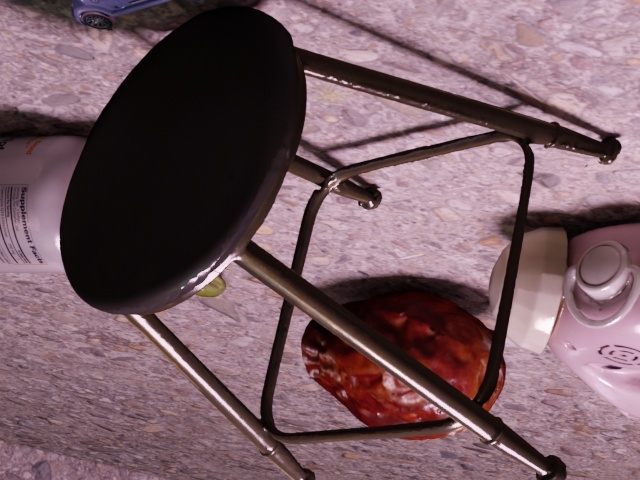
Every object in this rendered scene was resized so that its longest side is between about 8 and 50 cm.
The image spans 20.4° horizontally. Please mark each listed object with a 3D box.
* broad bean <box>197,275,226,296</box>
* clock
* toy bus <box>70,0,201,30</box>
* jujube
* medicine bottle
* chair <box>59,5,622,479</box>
[{"bbox_3d":[-0.157,0.055,2.373,0.063,0.045,0.083,10,169,5],"label":"broad bean"},{"bbox_3d":[0.391,0.084,2.008,0.342,0.184,0.326,-12,147,36],"label":"clock"},{"bbox_3d":[-0.157,-0.237,1.498,0.167,0.073,0.076,-10,150,37],"label":"toy bus"},{"bbox_3d":[0.108,0.154,2.311,0.290,0.197,0.197,9,165,45],"label":"jujube"},{"bbox_3d":[-0.330,-0.041,2.012,0.289,0.157,0.157,0,158,26],"label":"medicine bottle"},{"bbox_3d":[0.000,0.000,1.701,0.362,0.364,0.410,-10,148,45],"label":"chair"}]
